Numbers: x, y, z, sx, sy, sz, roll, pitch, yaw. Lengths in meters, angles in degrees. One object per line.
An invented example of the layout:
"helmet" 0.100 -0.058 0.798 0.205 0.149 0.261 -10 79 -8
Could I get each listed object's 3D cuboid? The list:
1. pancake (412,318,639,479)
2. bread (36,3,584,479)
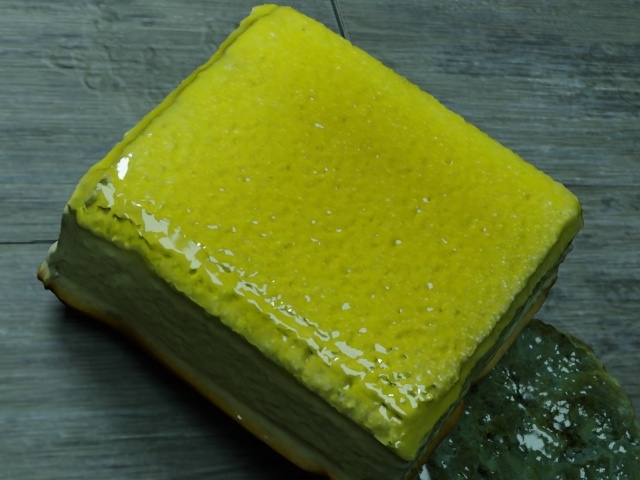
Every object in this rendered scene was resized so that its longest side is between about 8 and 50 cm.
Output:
"pancake" 0.162 0.164 1.529 0.254 0.037 0.253 14 54 -20
"bread" 0.000 0.000 1.461 0.333 0.143 0.323 36 49 9
